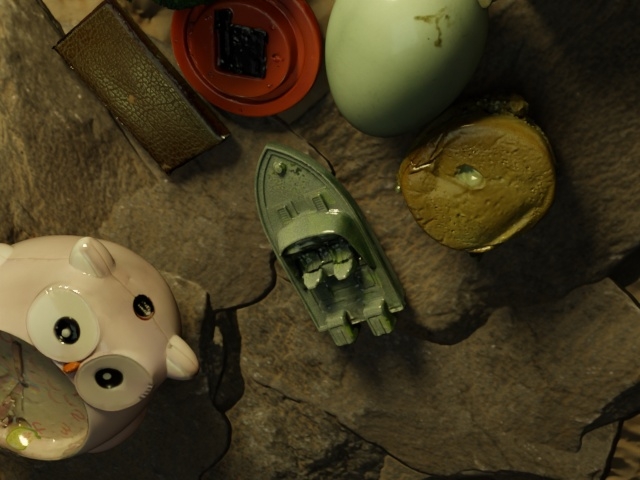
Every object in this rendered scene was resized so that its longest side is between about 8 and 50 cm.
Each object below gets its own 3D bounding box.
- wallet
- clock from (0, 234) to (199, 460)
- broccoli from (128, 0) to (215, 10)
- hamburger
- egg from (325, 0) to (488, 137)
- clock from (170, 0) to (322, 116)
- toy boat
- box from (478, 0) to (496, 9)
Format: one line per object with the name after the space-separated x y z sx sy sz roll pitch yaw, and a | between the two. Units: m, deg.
-0.243 -0.209 1.550 0.133 0.039 0.243 -29 110 38 | wallet
-0.370 0.139 1.691 0.377 0.250 0.368 -24 111 37 | clock
-0.208 -0.414 1.293 0.297 0.297 0.297 9 129 45 | broccoli
0.204 -0.091 1.430 0.189 0.122 0.215 33 123 -13 | hamburger
0.096 -0.230 1.333 0.183 0.182 0.264 24 137 2 | egg
-0.097 -0.254 1.463 0.205 0.051 0.205 9 126 13 | clock
0.000 0.000 1.572 0.141 0.092 0.319 -18 114 25 | toy boat
0.190 -0.399 1.209 0.149 0.155 0.231 -24 111 29 | box
